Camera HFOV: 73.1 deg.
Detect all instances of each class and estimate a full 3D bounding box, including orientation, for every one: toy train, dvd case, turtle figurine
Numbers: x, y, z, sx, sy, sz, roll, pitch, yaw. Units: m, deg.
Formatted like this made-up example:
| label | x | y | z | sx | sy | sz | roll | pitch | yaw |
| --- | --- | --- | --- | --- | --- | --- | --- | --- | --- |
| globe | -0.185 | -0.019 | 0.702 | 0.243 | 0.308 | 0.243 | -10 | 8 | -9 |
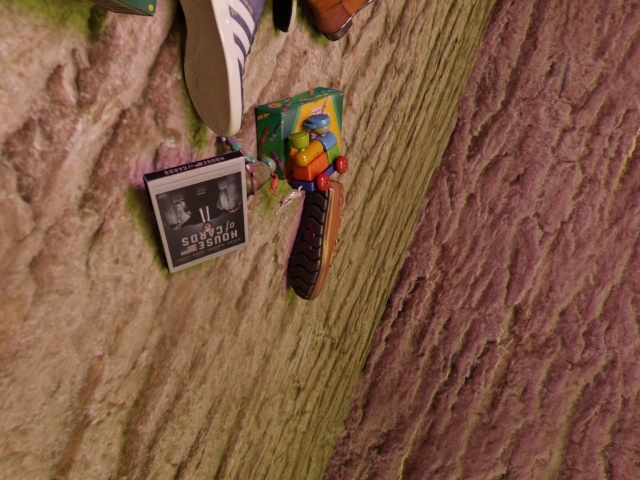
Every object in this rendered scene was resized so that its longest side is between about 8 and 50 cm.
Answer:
| label | x | y | z | sx | sy | sz | roll | pitch | yaw |
| --- | --- | --- | --- | --- | --- | --- | --- | --- | --- |
| toy train | -0.041 | -0.180 | 0.983 | 0.248 | 0.105 | 0.143 | -46 | 136 | -40 |
| dvd case | -0.229 | -0.050 | 0.841 | 0.179 | 0.029 | 0.238 | -21 | 141 | -25 |
| turtle figurine | -0.176 | -0.142 | 0.917 | 0.234 | 0.118 | 0.175 | -33 | 131 | -40 |

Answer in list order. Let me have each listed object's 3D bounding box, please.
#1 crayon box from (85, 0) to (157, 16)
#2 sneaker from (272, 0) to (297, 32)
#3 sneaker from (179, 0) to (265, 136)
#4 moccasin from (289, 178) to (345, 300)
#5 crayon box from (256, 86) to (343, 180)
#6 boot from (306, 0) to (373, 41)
| label | x | y | z | sx | sy | sz | roll | pitch | yaw |
| --- | --- | --- | --- | --- | --- | --- | --- | --- | --- |
| crayon box | -0.316 | -0.455 | 0.425 | 0.363 | 0.106 | 0.313 | -9 | 115 | -61 |
| sneaker | -0.058 | -0.535 | 0.928 | 0.075 | 0.057 | 0.161 | -28 | 129 | -47 |
| sneaker | -0.158 | -0.365 | 0.766 | 0.148 | 0.131 | 0.350 | -36 | 138 | -43 |
| moccasin | -0.003 | 0.000 | 1.339 | 0.147 | 0.139 | 0.379 | 2 | 97 | -54 |
| crayon box | -0.045 | -0.280 | 1.101 | 0.278 | 0.081 | 0.165 | -39 | 141 | -47 |
| boot | 0.053 | -0.610 | 0.952 | 0.264 | 0.096 | 0.280 | -47 | 171 | 11 |
